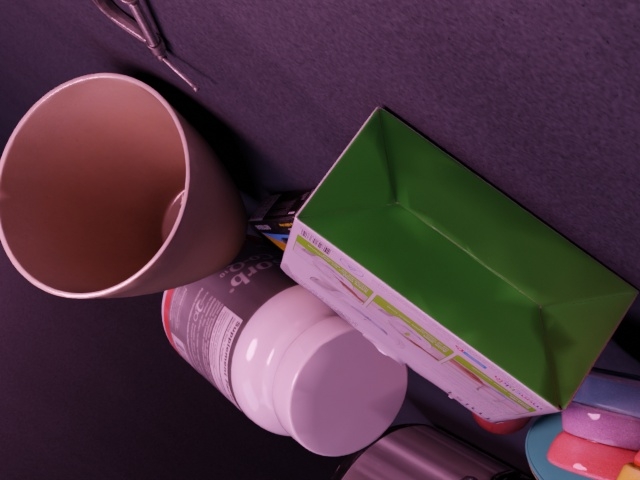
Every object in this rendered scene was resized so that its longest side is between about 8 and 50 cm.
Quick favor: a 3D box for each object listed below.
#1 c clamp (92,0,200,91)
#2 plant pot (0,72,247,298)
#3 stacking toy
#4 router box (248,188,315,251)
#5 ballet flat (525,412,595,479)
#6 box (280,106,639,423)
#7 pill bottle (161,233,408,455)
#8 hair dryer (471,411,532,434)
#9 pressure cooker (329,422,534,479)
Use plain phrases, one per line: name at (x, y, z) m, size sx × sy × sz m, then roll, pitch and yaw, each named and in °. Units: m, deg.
c clamp at (-0.183, -0.222, 1.109) m, size 0.137 × 0.022 × 0.160 m, roll 37°, pitch 170°, yaw 21°
plant pot at (-0.204, -0.038, 1.392) m, size 0.256 × 0.256 × 0.274 m, roll 31°, pitch -177°, yaw 26°
stacking toy at (0.345, 0.156, 0.925) m, size 0.279 × 0.130 × 0.309 m, roll 12°, pitch 178°, yaw -7°
router box at (0.000, 0.000, 1.349) m, size 0.133 × 0.046 × 0.179 m, roll 40°, pitch 167°, yaw -15°
ballet flat at (0.358, 0.272, 1.236) m, size 0.123 × 0.123 × 0.348 m, roll 42°, pitch 167°, yaw -23°
box at (0.105, 0.037, 1.010) m, size 0.262 × 0.127 × 0.231 m, roll 36°, pitch 168°, yaw 4°
pill bottle at (-0.052, 0.134, 1.531) m, size 0.210 × 0.210 × 0.363 m, roll 45°, pitch 171°, yaw -34°
hair dryer at (0.163, 0.148, 1.366) m, size 0.223 × 0.080 × 0.293 m, roll 45°, pitch 165°, yaw -29°
pressure cooker at (0.237, 0.540, 1.965) m, size 0.370 × 0.375 × 0.420 m, roll 14°, pitch -174°, yaw -42°
